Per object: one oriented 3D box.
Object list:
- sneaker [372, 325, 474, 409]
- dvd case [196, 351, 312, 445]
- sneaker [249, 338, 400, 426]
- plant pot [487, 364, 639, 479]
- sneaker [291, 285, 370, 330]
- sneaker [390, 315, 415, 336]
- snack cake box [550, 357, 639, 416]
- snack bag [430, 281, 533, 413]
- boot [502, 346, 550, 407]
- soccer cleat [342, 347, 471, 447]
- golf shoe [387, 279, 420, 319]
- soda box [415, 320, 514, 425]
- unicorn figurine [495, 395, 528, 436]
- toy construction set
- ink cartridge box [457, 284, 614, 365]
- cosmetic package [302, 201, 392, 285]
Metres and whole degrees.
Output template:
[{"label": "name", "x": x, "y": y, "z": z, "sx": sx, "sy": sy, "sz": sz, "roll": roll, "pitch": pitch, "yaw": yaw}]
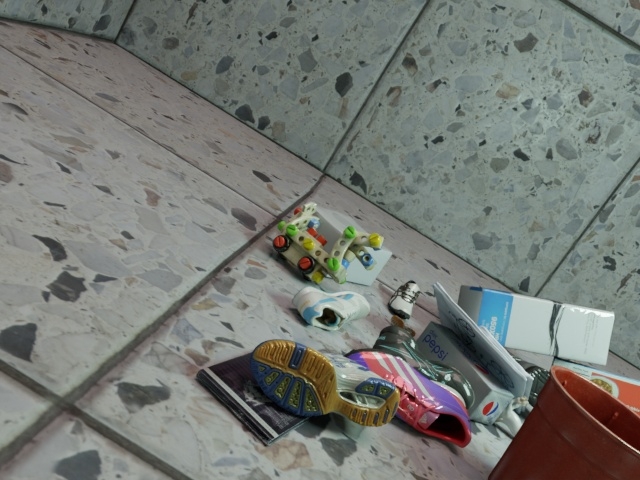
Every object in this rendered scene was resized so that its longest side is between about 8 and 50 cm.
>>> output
[{"label": "sneaker", "x": 0.231, "y": 0.315, "z": 1.453, "sx": 0.267, "sy": 0.101, "sz": 0.106, "roll": 36, "pitch": 37, "yaw": 11}, {"label": "dvd case", "x": -0.092, "y": 0.259, "z": 1.075, "sx": 0.165, "sy": 0.018, "sz": 0.221, "roll": 38, "pitch": 15, "yaw": 19}, {"label": "sneaker", "x": -0.006, "y": 0.247, "z": 1.108, "sx": 0.297, "sy": 0.111, "sz": 0.131, "roll": 28, "pitch": -2, "yaw": -25}, {"label": "plant pot", "x": 0.476, "y": 0.428, "z": 1.191, "sx": 0.273, "sy": 0.265, "sz": 0.272, "roll": 30, "pitch": 15, "yaw": -9}, {"label": "sneaker", "x": 0.038, "y": 0.174, "z": 1.510, "sx": 0.229, "sy": 0.087, "sz": 0.092, "roll": 9, "pitch": 33, "yaw": -41}, {"label": "sneaker", "x": 0.234, "y": 0.246, "z": 1.773, "sx": 0.083, "sy": 0.032, "sz": 0.037, "roll": 41, "pitch": 3, "yaw": 16}, {"label": "snack cake box", "x": 0.797, "y": 0.449, "z": 1.821, "sx": 0.265, "sy": 0.152, "sz": 0.089, "roll": 15, "pitch": -1, "yaw": 20}, {"label": "snack bag", "x": 0.424, "y": 0.287, "z": 1.657, "sx": 0.342, "sy": 0.037, "sz": 0.323, "roll": 49, "pitch": -7, "yaw": 32}, {"label": "boot", "x": 0.626, "y": 0.430, "z": 1.739, "sx": 0.338, "sy": 0.118, "sz": 0.223, "roll": 50, "pitch": -4, "yaw": -14}, {"label": "soccer cleat", "x": 0.176, "y": 0.318, "z": 1.268, "sx": 0.318, "sy": 0.108, "sz": 0.116, "roll": 30, "pitch": 19, "yaw": -19}, {"label": "golf shoe", "x": 0.261, "y": 0.175, "z": 1.927, "sx": 0.077, "sy": 0.093, "sz": 0.198, "roll": 32, "pitch": 16, "yaw": -4}, {"label": "soda box", "x": 0.352, "y": 0.330, "z": 1.587, "sx": 0.091, "sy": 0.098, "sz": 0.286, "roll": 24, "pitch": 16, "yaw": -33}, {"label": "unicorn figurine", "x": 0.467, "y": 0.429, "z": 1.526, "sx": 0.162, "sy": 0.111, "sz": 0.060, "roll": 55, "pitch": 13, "yaw": 24}, {"label": "toy construction set", "x": 0.000, "y": 0.000, "z": 1.730, "sx": 0.328, "sy": 0.215, "sz": 0.151, "roll": 36, "pitch": -13, "yaw": 41}, {"label": "ink cartridge box", "x": 0.642, "y": 0.254, "z": 1.926, "sx": 0.395, "sy": 0.166, "sz": 0.285, "roll": 10, "pitch": -2, "yaw": 0}, {"label": "cosmetic package", "x": 0.059, "y": 0.015, "z": 1.946, "sx": 0.224, "sy": 0.138, "sz": 0.225, "roll": 16, "pitch": 20, "yaw": -48}]
